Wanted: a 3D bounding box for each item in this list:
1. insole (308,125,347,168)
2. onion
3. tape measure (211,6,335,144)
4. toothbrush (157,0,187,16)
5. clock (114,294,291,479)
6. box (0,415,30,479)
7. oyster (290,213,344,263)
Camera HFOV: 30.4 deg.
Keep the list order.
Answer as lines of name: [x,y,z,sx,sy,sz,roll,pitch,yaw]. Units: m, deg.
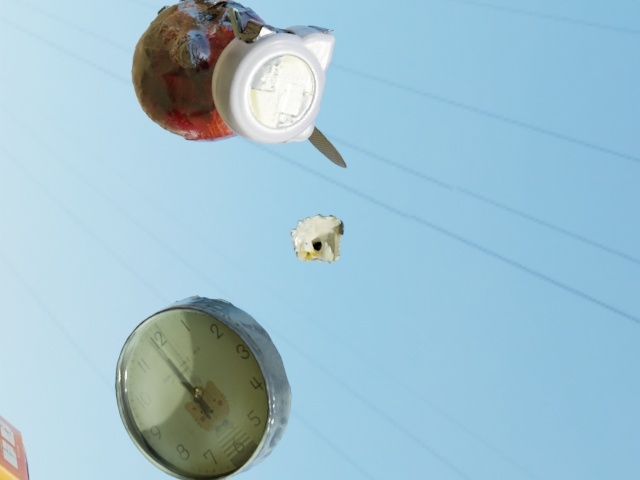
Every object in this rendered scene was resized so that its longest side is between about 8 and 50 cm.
insole: [-0.030,-0.219,2.217,0.086,0.005,0.253,19,-25,53]
onion: [-0.203,-0.312,2.026,0.195,0.272,0.272,67,7,-74]
tape measure: [-0.080,-0.245,1.793,0.105,0.178,0.196,36,-67,51]
toothbrush: [-0.237,-0.449,2.130,0.321,0.023,0.031,-17,-91,61]
clock: [-0.145,0.182,1.421,0.226,0.049,0.226,4,-81,23]
box: [-0.660,0.336,1.916,0.341,0.225,0.143,57,4,-46]
oyster: [0.000,0.000,2.151,0.121,0.146,0.045,-20,-133,34]
